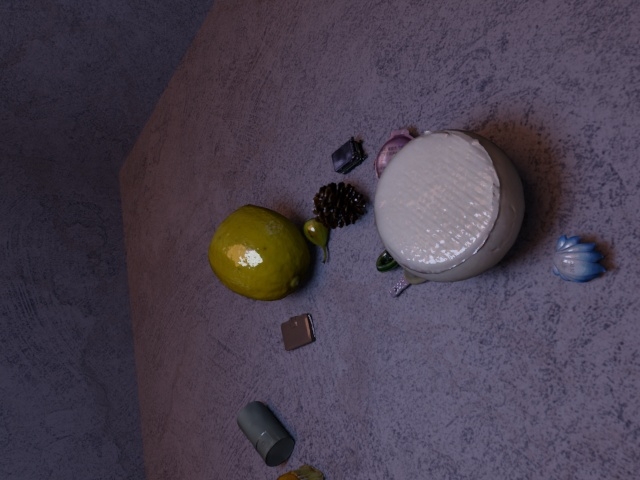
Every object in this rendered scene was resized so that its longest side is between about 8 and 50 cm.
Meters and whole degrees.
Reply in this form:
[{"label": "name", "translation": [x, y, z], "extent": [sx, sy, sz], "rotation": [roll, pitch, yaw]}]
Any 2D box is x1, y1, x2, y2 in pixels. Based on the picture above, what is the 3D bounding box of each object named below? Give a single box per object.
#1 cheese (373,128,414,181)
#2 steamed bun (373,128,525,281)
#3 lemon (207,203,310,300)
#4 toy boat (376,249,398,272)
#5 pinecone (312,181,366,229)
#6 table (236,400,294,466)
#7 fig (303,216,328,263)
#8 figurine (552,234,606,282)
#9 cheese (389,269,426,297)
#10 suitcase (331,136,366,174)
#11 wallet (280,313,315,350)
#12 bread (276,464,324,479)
[{"label": "cheese", "translation": [0.234, -0.197, 1.395], "extent": [0.189, 0.074, 0.286], "rotation": [-1, 87, 49]}, {"label": "steamed bun", "translation": [0.325, -0.078, 1.140], "extent": [0.374, 0.241, 0.374], "rotation": [-13, 71, 42]}, {"label": "lemon", "translation": [-0.196, 0.065, 1.659], "extent": [0.364, 0.364, 0.364], "rotation": [-10, 76, 48]}, {"label": "toy boat", "translation": [0.236, 0.028, 1.357], "extent": [0.210, 0.052, 0.104], "rotation": [-46, 23, 43]}, {"label": "pinecone", "translation": [0.071, -0.116, 1.509], "extent": [0.165, 0.163, 0.163], "rotation": [4, 87, 39]}, {"label": "table", "translation": [-0.209, 0.722, 1.718], "extent": [0.220, 0.126, 0.126], "rotation": [30, 106, 46]}, {"label": "fig", "translation": [-0.011, -0.002, 1.649], "extent": [0.093, 0.093, 0.166], "rotation": [2, 104, 49]}, {"label": "figurine", "translation": [0.559, 0.046, 0.986], "extent": [0.114, 0.079, 0.114], "rotation": [14, 111, 41]}, {"label": "cheese", "translation": [0.267, 0.103, 1.336], "extent": [0.192, 0.037, 0.097], "rotation": [-51, 47, 32]}, {"label": "suitcase", "translation": [0.095, -0.290, 1.579], "extent": [0.126, 0.059, 0.086], "rotation": [-33, 59, 41]}, {"label": "wallet", "translation": [-0.085, 0.339, 1.703], "extent": [0.153, 0.039, 0.118], "rotation": [-28, 65, 39]}, {"label": "bread", "translation": [-0.078, 0.910, 1.515], "extent": [0.204, 0.156, 0.288], "rotation": [-6, 78, 46]}]
